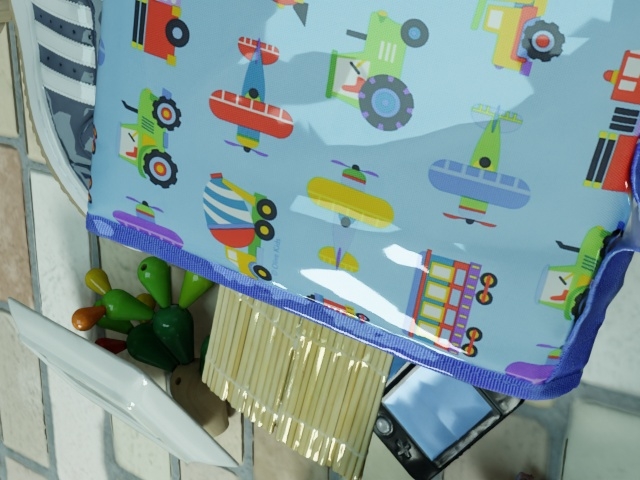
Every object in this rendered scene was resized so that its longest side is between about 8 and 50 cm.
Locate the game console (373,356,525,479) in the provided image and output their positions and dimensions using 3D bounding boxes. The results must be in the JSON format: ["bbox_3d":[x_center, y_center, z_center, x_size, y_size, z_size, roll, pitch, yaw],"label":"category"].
[{"bbox_3d":[0.061,0.122,0.730,0.124,0.085,0.144,49,129,13],"label":"game console"}]

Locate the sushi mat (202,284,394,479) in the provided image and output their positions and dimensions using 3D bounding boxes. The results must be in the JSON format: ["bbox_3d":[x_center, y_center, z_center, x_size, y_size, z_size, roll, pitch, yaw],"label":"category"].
[{"bbox_3d":[0.000,0.000,0.616,0.151,0.019,0.317,28,121,28],"label":"sushi mat"}]

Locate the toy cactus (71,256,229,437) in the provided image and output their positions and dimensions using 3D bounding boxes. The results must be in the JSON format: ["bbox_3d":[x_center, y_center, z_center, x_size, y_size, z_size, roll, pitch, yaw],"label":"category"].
[{"bbox_3d":[-0.128,0.102,0.868,0.219,0.112,0.181,-6,112,30],"label":"toy cactus"}]

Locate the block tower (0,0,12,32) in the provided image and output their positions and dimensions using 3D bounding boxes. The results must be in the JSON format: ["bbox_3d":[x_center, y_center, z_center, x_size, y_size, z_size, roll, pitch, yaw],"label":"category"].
[{"bbox_3d":[-0.213,-0.317,0.780,0.091,0.097,0.335,53,127,10],"label":"block tower"}]

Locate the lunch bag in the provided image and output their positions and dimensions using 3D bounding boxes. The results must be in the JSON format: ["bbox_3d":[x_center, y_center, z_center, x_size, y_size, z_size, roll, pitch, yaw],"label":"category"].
[{"bbox_3d":[0.037,-0.062,0.463,0.293,0.138,0.221,27,121,28],"label":"lunch bag"}]

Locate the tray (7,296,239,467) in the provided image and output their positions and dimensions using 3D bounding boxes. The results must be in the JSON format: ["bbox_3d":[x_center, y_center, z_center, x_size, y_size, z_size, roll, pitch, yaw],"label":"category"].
[{"bbox_3d":[-0.196,0.134,0.878,0.270,0.030,0.145,16,149,48],"label":"tray"}]

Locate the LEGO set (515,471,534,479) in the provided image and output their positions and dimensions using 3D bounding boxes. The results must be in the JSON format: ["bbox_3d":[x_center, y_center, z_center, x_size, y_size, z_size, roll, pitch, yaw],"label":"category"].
[{"bbox_3d":[0.046,0.286,0.713,0.254,0.192,0.331,14,128,0],"label":"LEGO set"}]

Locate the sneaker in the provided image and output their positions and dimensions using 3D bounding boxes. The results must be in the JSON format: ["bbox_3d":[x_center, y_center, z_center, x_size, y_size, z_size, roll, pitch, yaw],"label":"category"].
[{"bbox_3d":[-0.116,-0.138,0.605,0.153,0.099,0.282,-16,93,41],"label":"sneaker"}]
